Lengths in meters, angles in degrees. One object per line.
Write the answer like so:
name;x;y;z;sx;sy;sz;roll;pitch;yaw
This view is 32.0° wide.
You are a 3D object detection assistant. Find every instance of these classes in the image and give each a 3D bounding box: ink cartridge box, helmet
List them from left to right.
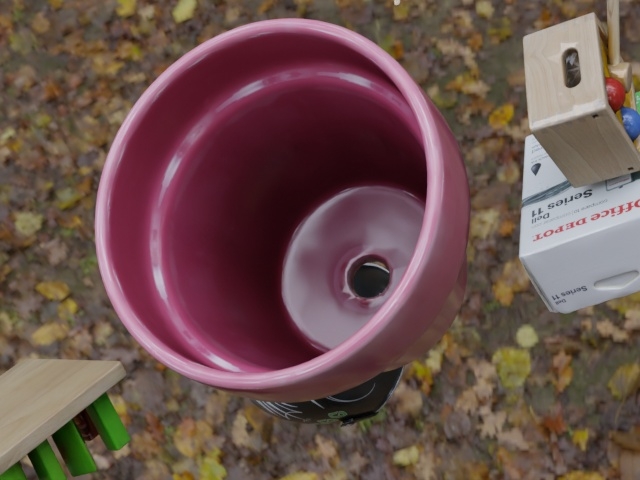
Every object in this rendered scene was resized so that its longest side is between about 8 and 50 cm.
helmet;-0.015;0.083;1.031;0.162;0.169;0.169;19;54;-24
ink cartridge box;0.287;-0.042;1.124;0.153;0.087;0.208;-21;33;27

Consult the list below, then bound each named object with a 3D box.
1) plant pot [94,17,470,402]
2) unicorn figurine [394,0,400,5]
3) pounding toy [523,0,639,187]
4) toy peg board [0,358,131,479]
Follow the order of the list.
plant pot;0.000;0.000;0.647;0.201;0.180;0.201;-6;72;21
unicorn figurine;0.086;-0.346;1.203;0.111;0.060;0.162;31;90;19
pounding toy;0.253;-0.149;1.033;0.100;0.130;0.141;-15;56;28
toy peg board;-0.271;0.185;1.025;0.161;0.079;0.161;-5;24;43
